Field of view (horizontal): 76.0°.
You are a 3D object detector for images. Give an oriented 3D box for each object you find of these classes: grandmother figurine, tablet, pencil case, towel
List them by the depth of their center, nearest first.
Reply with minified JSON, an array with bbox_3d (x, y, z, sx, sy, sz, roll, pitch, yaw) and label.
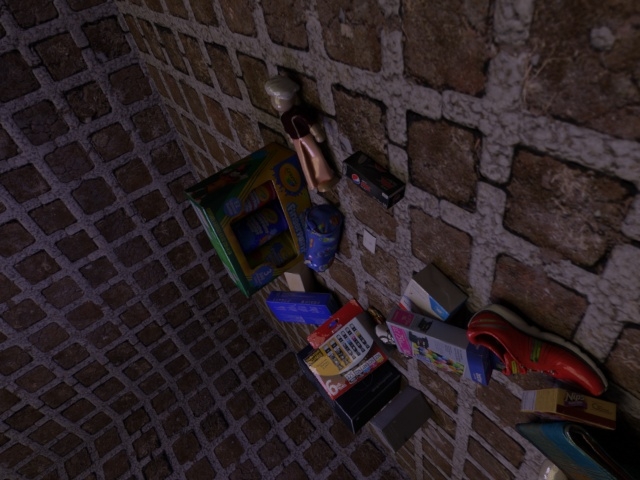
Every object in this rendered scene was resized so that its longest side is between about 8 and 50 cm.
[{"bbox_3d":[0.602,0.515,0.917,0.271,0.040,0.370,43,171,23],"label":"towel"},{"bbox_3d":[-0.055,-0.304,1.174,0.208,0.104,0.342,9,133,52],"label":"grandmother figurine"},{"bbox_3d":[0.155,0.003,1.306,0.054,0.006,0.083,43,157,29],"label":"tablet"},{"bbox_3d":[0.000,0.000,1.467,0.119,0.133,0.306,51,159,22],"label":"pencil case"}]

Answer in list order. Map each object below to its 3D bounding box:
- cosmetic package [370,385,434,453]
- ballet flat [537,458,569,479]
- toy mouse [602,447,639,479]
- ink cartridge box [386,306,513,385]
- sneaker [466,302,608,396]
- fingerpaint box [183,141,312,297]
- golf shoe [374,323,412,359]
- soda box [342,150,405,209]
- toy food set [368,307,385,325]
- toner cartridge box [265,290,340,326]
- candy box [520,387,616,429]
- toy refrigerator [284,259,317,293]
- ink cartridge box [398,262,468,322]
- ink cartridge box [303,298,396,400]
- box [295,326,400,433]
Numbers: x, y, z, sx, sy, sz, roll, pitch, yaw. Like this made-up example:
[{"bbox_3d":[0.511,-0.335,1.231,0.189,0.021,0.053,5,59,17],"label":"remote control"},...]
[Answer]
[{"bbox_3d":[0.338,0.735,1.698,0.127,0.238,0.107,56,163,-11],"label":"cosmetic package"},{"bbox_3d":[0.663,0.726,1.178,0.086,0.086,0.248,27,146,52],"label":"ballet flat"},{"bbox_3d":[0.675,0.524,0.912,0.143,0.031,0.161,33,151,46],"label":"toy mouse"},{"bbox_3d":[0.340,0.288,1.092,0.311,0.065,0.185,12,146,34],"label":"ink cartridge box"},{"bbox_3d":[0.443,0.252,0.872,0.279,0.118,0.107,30,149,36],"label":"sneaker"},{"bbox_3d":[-0.217,-0.069,1.500,0.163,0.371,0.444,36,151,42],"label":"fingerpaint box"},{"bbox_3d":[0.276,0.339,1.482,0.198,0.077,0.093,28,132,44],"label":"golf shoe"},{"bbox_3d":[0.132,-0.155,1.037,0.169,0.060,0.053,43,158,28],"label":"soda box"},{"bbox_3d":[0.220,0.300,1.596,0.083,0.020,0.083,34,150,45],"label":"toy food set"},{"bbox_3d":[-0.080,0.327,1.981,0.348,0.075,0.165,-1,135,31],"label":"toner cartridge box"},{"bbox_3d":[0.515,0.354,0.867,0.109,0.053,0.186,14,161,11],"label":"candy box"},{"bbox_3d":[-0.095,0.209,1.999,0.094,0.102,0.269,9,139,21],"label":"toy refrigerator"},{"bbox_3d":[0.302,0.179,1.143,0.134,0.078,0.231,46,158,23],"label":"ink cartridge box"},{"bbox_3d":[0.095,0.438,1.672,0.272,0.309,0.130,51,-160,14],"label":"ink cartridge box"},{"bbox_3d":[0.128,0.615,1.897,0.395,0.294,0.212,41,156,35],"label":"box"}]
